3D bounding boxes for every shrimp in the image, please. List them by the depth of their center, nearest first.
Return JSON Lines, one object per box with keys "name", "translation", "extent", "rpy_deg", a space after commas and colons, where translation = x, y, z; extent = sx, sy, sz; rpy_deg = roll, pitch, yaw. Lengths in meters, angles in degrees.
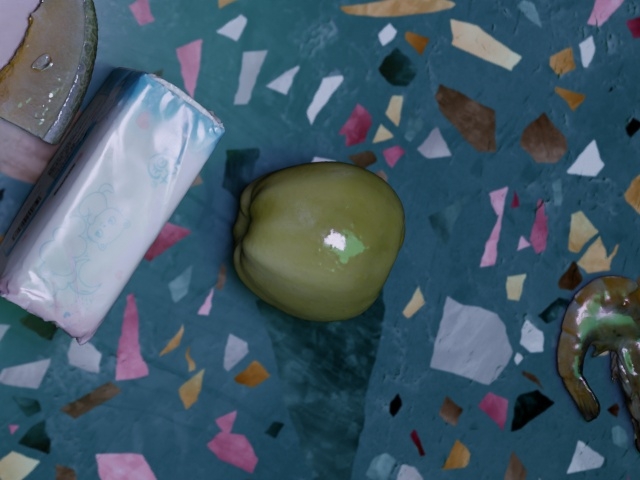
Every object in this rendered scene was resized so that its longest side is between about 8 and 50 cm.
{"name": "shrimp", "translation": [0.378, 0.172, 1.767], "extent": [0.145, 0.059, 0.254], "rpy_deg": [-7, 102, -17]}

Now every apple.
{"name": "apple", "translation": [0.000, 0.000, 1.526], "extent": [0.200, 0.200, 0.200], "rpy_deg": [-4, 101, -20]}

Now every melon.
{"name": "melon", "translation": [-0.283, -0.198, 1.463], "extent": [0.098, 0.054, 0.182], "rpy_deg": [31, 88, -8]}

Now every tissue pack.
{"name": "tissue pack", "translation": [-0.227, -0.043, 1.422], "extent": [0.124, 0.201, 0.271], "rpy_deg": [34, 87, -15]}
